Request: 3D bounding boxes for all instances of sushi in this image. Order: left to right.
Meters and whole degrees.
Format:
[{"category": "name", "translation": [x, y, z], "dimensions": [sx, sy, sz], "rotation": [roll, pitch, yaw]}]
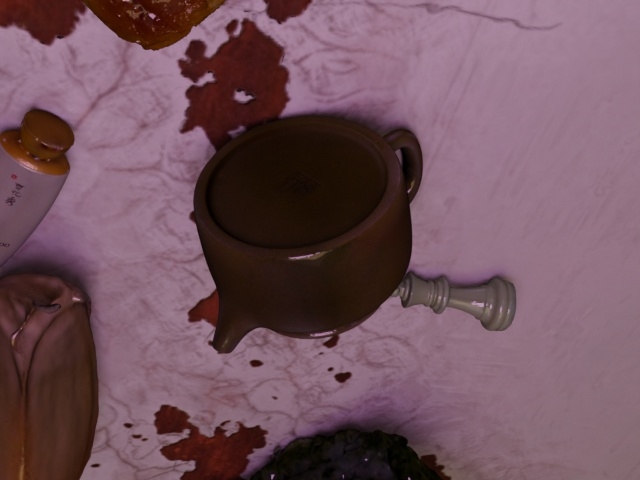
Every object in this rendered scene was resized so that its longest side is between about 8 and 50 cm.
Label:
[{"category": "sushi", "translation": [0.019, 0.388, 1.060], "dimensions": [0.352, 0.294, 0.178], "rotation": [-30, 132, 19]}]

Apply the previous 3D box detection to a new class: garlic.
[{"category": "garlic", "translation": [-0.275, 0.134, 0.860], "dimensions": [0.151, 0.196, 0.338], "rotation": [2, 125, -29]}]

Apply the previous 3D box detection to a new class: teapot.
[{"category": "teapot", "translation": [0.000, 0.000, 0.794], "dimensions": [0.268, 0.185, 0.175], "rotation": [-38, 143, -24]}]

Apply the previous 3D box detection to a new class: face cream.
[{"category": "face cream", "translation": [-0.283, -0.038, 0.792], "dimensions": [0.072, 0.051, 0.182], "rotation": [27, 121, -25]}]

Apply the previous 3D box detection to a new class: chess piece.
[{"category": "chess piece", "translation": [0.134, 0.059, 0.951], "dimensions": [0.149, 0.059, 0.059], "rotation": [11, 129, -10]}]

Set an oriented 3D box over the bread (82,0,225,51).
[{"category": "bread", "translation": [-0.169, -0.256, 0.601], "dimensions": [0.139, 0.077, 0.271], "rotation": [-36, 125, 18]}]
